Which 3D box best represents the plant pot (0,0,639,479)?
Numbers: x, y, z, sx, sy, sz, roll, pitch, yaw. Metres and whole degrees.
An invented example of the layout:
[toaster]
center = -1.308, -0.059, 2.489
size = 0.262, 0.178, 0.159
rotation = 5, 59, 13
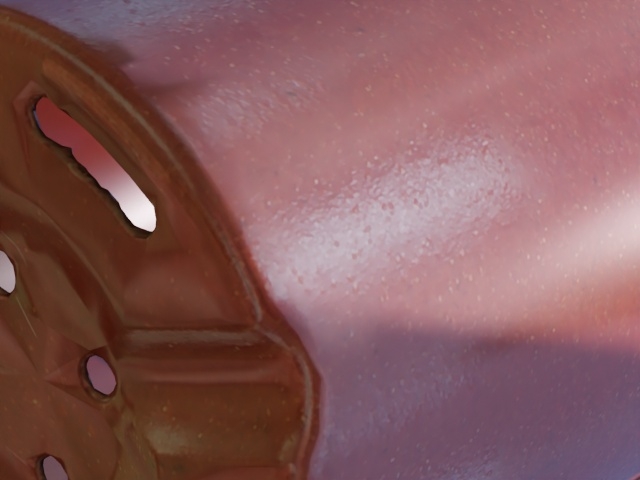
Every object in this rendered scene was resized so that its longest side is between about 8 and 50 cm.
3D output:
[plant pot]
center = 0.000, 0.000, 0.523
size = 0.272, 0.265, 0.272
rotation = 16, -64, 36
